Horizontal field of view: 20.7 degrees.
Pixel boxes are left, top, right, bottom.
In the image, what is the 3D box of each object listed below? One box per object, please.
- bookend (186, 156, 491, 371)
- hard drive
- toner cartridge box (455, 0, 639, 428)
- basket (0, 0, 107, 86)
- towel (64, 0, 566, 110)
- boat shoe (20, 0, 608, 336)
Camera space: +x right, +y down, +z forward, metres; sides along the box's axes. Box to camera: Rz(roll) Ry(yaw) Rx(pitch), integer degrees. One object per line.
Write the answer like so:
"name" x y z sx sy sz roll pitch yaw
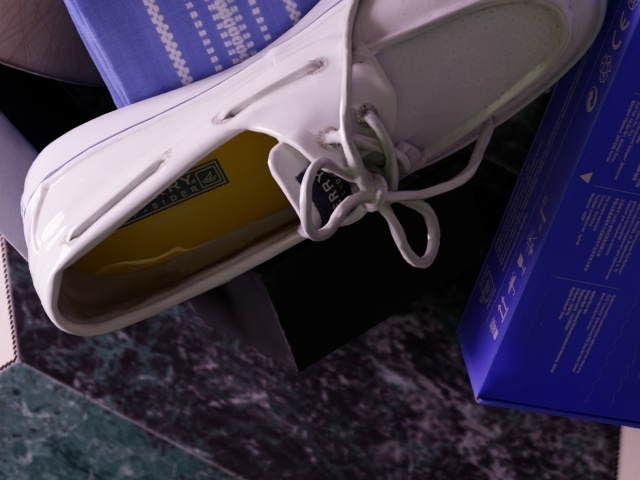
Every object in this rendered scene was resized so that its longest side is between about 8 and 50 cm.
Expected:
"bookend" 0.000 0.000 1.152 0.157 0.156 0.072 -30 114 -20
"hard drive" -0.204 -0.075 1.123 0.054 0.172 0.255 -39 102 12
"toner cartridge box" 0.216 -0.044 1.054 0.165 0.075 0.348 10 123 -16
"basket" -0.144 -0.231 1.031 0.204 0.154 0.227 20 118 -20
"towel" 0.027 -0.154 1.012 0.336 0.040 0.243 -22 127 5
"boat shoe" 0.000 -0.047 0.962 0.367 0.156 0.136 -24 127 7
